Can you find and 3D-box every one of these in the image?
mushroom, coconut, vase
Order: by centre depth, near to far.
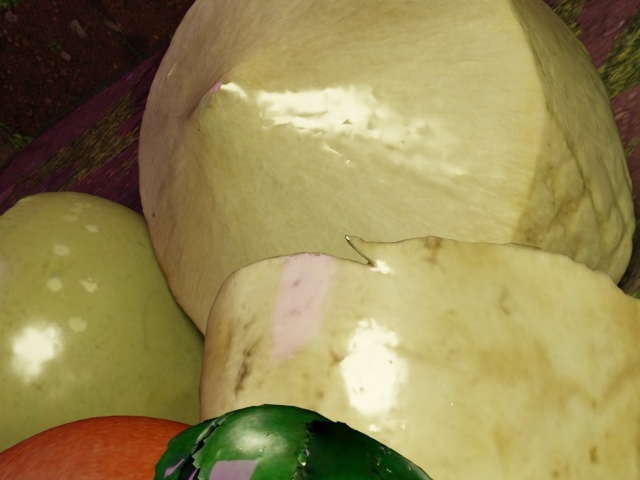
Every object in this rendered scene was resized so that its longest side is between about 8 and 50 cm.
[{"bbox_3d":[0.054,0.114,0.811,0.195,0.253,0.189,-24,55,52],"label":"mushroom"},{"bbox_3d":[0.031,-0.045,1.075,0.329,0.329,0.329,-39,16,13],"label":"coconut"},{"bbox_3d":[-0.136,0.135,1.194,0.241,0.302,0.329,-45,-2,-6],"label":"vase"}]

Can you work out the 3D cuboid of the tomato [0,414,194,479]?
[{"bbox_3d":[-0.104,0.215,0.893,0.256,0.224,0.256,-15,49,18],"label":"tomato"}]

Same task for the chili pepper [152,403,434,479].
[{"bbox_3d":[0.002,0.209,0.632,0.248,0.256,0.233,-30,25,42],"label":"chili pepper"}]
